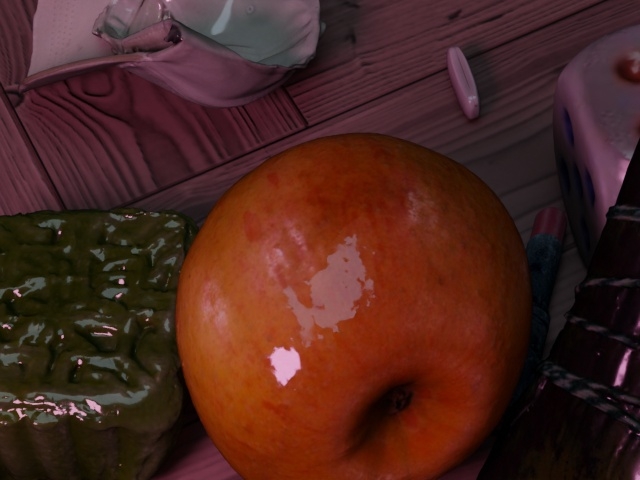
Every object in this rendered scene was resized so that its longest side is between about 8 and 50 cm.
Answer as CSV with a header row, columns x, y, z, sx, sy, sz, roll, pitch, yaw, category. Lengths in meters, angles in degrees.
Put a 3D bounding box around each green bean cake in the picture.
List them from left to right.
x,y,z,sx,sy,sz,roll,pitch,yaw,category
-0.213,0.092,1.575,0.222,0.125,0.248,-1,55,4,green bean cake

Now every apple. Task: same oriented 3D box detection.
x,y,z,sx,sy,sz,roll,pitch,yaw,category
0.029,0.070,1.466,0.299,0.299,0.275,-12,40,-4,apple

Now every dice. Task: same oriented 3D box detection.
x,y,z,sx,sy,sz,roll,pitch,yaw,category
0.318,-0.074,1.609,0.193,0.194,0.191,-11,53,-5,dice

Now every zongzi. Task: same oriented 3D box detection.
x,y,z,sx,sy,sz,roll,pitch,yaw,category
0.282,0.057,1.405,0.319,0.362,0.383,16,58,48,zongzi

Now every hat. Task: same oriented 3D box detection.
x,y,z,sx,sy,sz,roll,pitch,yaw,category
-0.158,-0.203,1.791,0.301,0.168,0.257,-17,43,24,hat

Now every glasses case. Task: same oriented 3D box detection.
x,y,z,sx,sy,sz,roll,pitch,yaw,category
0.141,-0.156,1.780,0.021,0.032,0.083,-11,53,-7,glasses case

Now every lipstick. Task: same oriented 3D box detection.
x,y,z,sx,sy,sz,roll,pitch,yaw,category
0.182,0.064,1.608,0.053,0.053,0.234,10,54,12,lipstick
